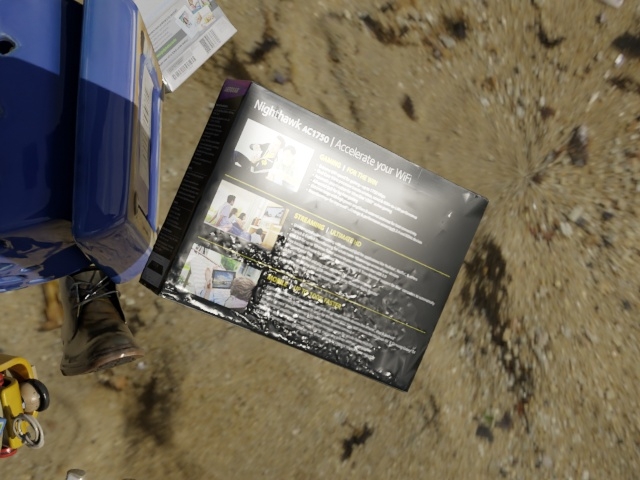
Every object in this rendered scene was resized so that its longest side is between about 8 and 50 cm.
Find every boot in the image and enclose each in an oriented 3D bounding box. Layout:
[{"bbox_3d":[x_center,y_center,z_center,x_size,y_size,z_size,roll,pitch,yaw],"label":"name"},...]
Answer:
[{"bbox_3d":[-0.234,0.077,1.182,0.082,0.219,0.106,-13,91,-21],"label":"boot"}]

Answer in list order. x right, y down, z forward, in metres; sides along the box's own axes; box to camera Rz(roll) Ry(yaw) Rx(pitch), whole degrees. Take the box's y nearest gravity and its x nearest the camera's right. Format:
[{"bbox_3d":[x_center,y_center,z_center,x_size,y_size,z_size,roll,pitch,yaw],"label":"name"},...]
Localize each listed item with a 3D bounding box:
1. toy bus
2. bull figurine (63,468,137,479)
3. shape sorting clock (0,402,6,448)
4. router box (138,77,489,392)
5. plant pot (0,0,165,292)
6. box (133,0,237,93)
[{"bbox_3d":[-0.382,0.183,1.385,0.202,0.104,0.191,48,129,11],"label":"toy bus"},{"bbox_3d":[-0.284,0.353,1.264,0.101,0.310,0.188,15,100,24],"label":"bull figurine"},{"bbox_3d":[-0.325,0.207,0.962,0.040,0.206,0.206,19,96,10],"label":"shape sorting clock"},{"bbox_3d":[0.000,0.000,0.705,0.179,0.046,0.133,24,88,-26],"label":"router box"},{"bbox_3d":[-0.238,-0.081,0.922,0.212,0.236,0.236,0,78,0],"label":"plant pot"},{"bbox_3d":[-0.220,-0.318,1.609,0.145,0.038,0.186,-49,117,-26],"label":"box"}]
